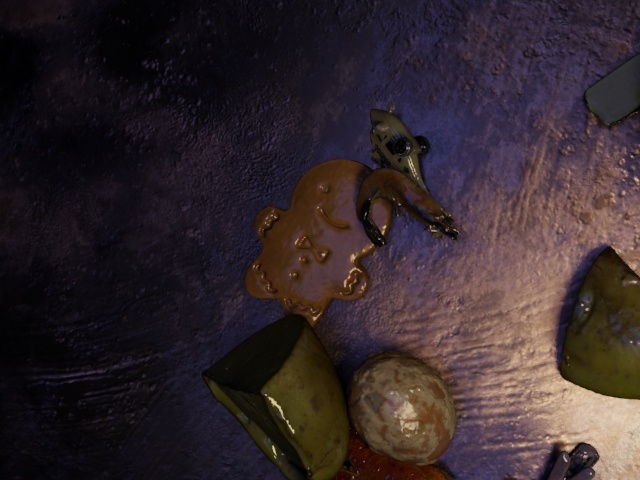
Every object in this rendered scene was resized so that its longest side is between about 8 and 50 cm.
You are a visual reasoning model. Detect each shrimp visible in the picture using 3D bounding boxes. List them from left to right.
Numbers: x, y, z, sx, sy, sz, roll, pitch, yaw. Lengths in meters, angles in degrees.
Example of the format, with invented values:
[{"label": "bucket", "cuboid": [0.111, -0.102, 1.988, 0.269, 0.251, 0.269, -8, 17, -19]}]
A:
[{"label": "shrimp", "cuboid": [0.157, -0.040, 1.666, 0.219, 0.046, 0.152, 36, 113, 16]}]

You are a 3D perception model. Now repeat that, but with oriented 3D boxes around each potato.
[{"label": "potato", "cuboid": [-0.033, 0.317, 1.677, 0.213, 0.330, 0.280, -38, 103, -22]}, {"label": "potato", "cuboid": [0.584, 0.168, 1.553, 0.255, 0.112, 0.269, 19, 94, 30]}]

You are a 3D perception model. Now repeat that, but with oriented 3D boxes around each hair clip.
[{"label": "hair clip", "cuboid": [0.411, 0.489, 1.624, 0.137, 0.090, 0.278, 39, 96, 20]}]

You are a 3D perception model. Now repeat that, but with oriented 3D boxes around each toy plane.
[{"label": "toy plane", "cuboid": [0.173, -0.140, 1.712, 0.108, 0.092, 0.286, -40, 78, 30]}]

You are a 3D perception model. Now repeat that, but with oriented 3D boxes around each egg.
[{"label": "egg", "cuboid": [0.153, 0.317, 1.640, 0.195, 0.195, 0.233, -36, 97, 9]}]

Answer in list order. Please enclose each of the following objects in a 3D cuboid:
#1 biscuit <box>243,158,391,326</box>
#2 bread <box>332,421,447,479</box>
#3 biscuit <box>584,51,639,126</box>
[{"label": "biscuit", "cuboid": [-0.001, 0.000, 1.760, 0.275, 0.052, 0.355, 39, 97, 12]}, {"label": "bread", "cuboid": [0.129, 0.469, 1.688, 0.269, 0.095, 0.139, 25, 86, 17]}, {"label": "biscuit", "cuboid": [0.650, -0.328, 1.630, 0.322, 0.038, 0.099, -34, 81, 10]}]
